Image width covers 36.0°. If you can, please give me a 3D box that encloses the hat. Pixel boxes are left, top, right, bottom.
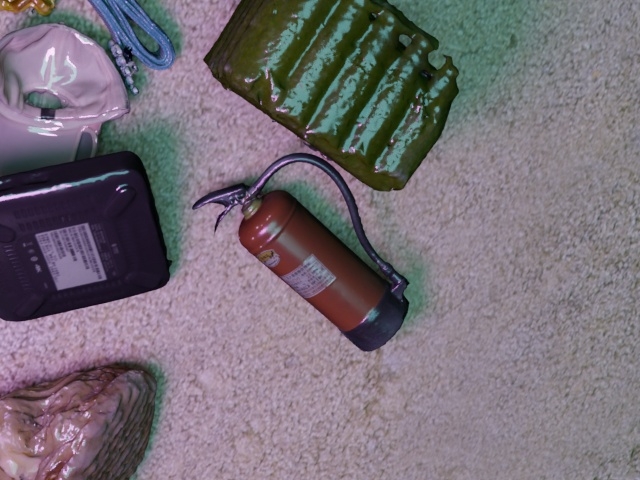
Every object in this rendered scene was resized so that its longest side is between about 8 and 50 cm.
[{"bbox_3d":[-0.418,-0.194,1.472,0.219,0.164,0.226,14,141,-27],"label":"hat"}]

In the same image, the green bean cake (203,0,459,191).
[{"bbox_3d":[0.010,-0.243,1.411,0.335,0.319,0.218,35,93,-20],"label":"green bean cake"}]

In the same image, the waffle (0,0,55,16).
[{"bbox_3d":[-0.423,-0.466,1.407,0.300,0.058,0.282,-21,108,-4],"label":"waffle"}]

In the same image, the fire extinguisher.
[{"bbox_3d":[-0.004,0.000,1.575,0.376,0.113,0.200,40,88,-17],"label":"fire extinguisher"}]

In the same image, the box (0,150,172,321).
[{"bbox_3d":[-0.376,0.002,1.457,0.288,0.073,0.290,-13,142,-8],"label":"box"}]

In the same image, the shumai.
[{"bbox_3d":[-0.427,0.309,1.565,0.262,0.267,0.314,23,70,14],"label":"shumai"}]

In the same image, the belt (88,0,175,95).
[{"bbox_3d":[-0.296,-0.314,1.452,0.100,0.065,0.179,-39,121,-3],"label":"belt"}]
